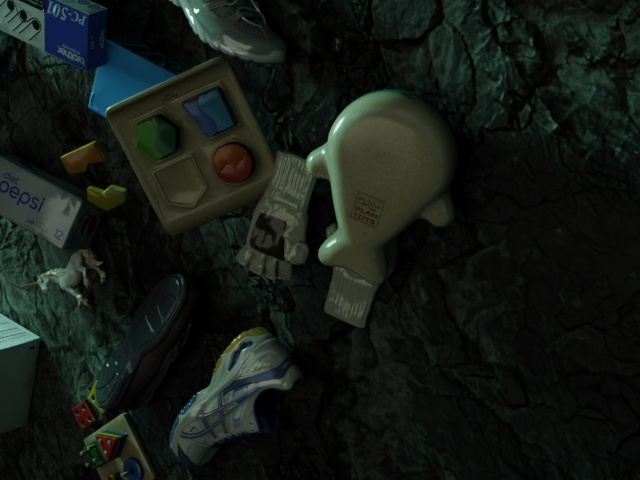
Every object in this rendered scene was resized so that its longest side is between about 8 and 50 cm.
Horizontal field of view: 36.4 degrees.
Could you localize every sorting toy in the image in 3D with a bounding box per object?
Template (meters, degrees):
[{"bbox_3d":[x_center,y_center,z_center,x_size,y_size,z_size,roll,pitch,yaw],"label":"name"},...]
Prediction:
[{"bbox_3d":[-0.385,0.397,1.794,0.132,0.046,0.274,-35,77,33],"label":"sorting toy"},{"bbox_3d":[-0.233,-0.120,1.499,0.307,0.041,0.229,-23,107,12],"label":"sorting toy"}]

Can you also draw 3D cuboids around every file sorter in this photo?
[{"bbox_3d":[-0.268,-0.239,1.573,0.170,0.104,0.118,30,114,27],"label":"file sorter"}]

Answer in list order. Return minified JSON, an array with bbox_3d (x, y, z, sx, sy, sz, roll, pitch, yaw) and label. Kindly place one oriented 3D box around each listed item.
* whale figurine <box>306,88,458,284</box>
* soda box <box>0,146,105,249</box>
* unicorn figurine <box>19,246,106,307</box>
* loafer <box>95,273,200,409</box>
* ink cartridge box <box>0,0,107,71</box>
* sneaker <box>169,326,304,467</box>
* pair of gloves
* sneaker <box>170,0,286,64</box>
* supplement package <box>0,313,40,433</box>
[{"bbox_3d":[0.086,-0.077,1.340,0.216,0.141,0.271,21,117,9],"label":"whale figurine"},{"bbox_3d":[-0.530,-0.086,1.742,0.286,0.091,0.098,26,96,16],"label":"soda box"},{"bbox_3d":[-0.457,0.070,1.788,0.162,0.060,0.111,-47,70,13],"label":"unicorn figurine"},{"bbox_3d":[-0.281,0.179,1.676,0.302,0.095,0.109,-53,39,24],"label":"loafer"},{"bbox_3d":[-0.430,-0.353,1.548,0.207,0.046,0.097,27,128,21],"label":"ink cartridge box"},{"bbox_3d":[-0.138,0.283,1.567,0.131,0.112,0.296,43,119,21],"label":"sneaker"},{"bbox_3d":[0.000,0.000,1.451,0.240,0.042,0.204,30,113,16],"label":"pair of gloves"},{"bbox_3d":[-0.147,-0.369,1.469,0.281,0.105,0.115,45,119,21],"label":"sneaker"},{"bbox_3d":[-0.720,0.246,1.904,0.263,0.198,0.199,23,110,29],"label":"supplement package"}]
